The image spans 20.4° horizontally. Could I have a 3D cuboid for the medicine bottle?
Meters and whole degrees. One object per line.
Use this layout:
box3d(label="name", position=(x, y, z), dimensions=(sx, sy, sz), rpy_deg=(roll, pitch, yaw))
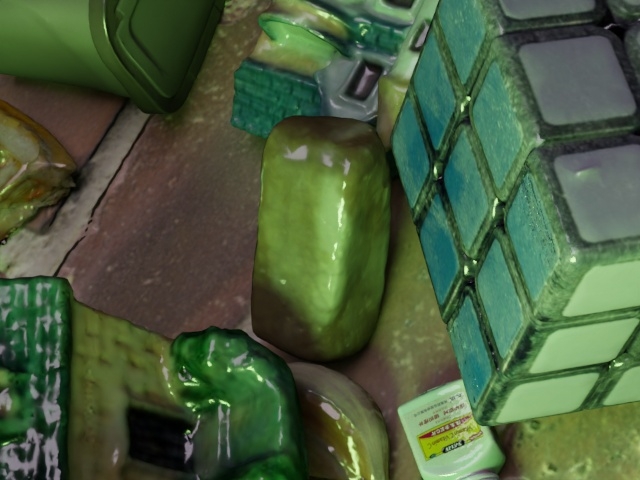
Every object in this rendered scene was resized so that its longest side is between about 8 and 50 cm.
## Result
box3d(label="medicine bottle", position=(0.123, 0.190, 1.570), dimensions=(0.074, 0.055, 0.118), rpy_deg=(-23, 61, 7))

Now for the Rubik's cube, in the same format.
box3d(label="Rubik's cube", position=(0.255, -0.056, 1.443), dimensions=(0.303, 0.301, 0.305), rpy_deg=(-9, 63, -16))

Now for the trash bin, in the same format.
box3d(label="trash bin", position=(-0.246, -0.261, 1.832), dimensions=(0.250, 0.219, 0.220), rpy_deg=(8, 67, 30))

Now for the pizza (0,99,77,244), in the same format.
box3d(label="pizza", position=(-0.404, -0.028, 1.856), dimensions=(0.297, 0.071, 0.189), rpy_deg=(-42, 60, -2))

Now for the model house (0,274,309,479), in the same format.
box3d(label="model house", position=(-0.226, 0.235, 1.463), dimensions=(0.334, 0.342, 0.382), rpy_deg=(-26, 53, 38))

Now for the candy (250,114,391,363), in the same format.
box3d(label="candy", position=(0.000, 0.000, 1.614), dimensions=(0.104, 0.234, 0.102), rpy_deg=(19, 29, 22))

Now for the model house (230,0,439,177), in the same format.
box3d(label="model house", position=(0.016, -0.158, 1.702), dimensions=(0.267, 0.194, 0.325), rpy_deg=(21, 78, 25))

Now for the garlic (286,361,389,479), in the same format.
box3d(label="garlic", position=(-0.019, 0.162, 1.620), dimensions=(0.195, 0.087, 0.101), rpy_deg=(12, 85, 22))
